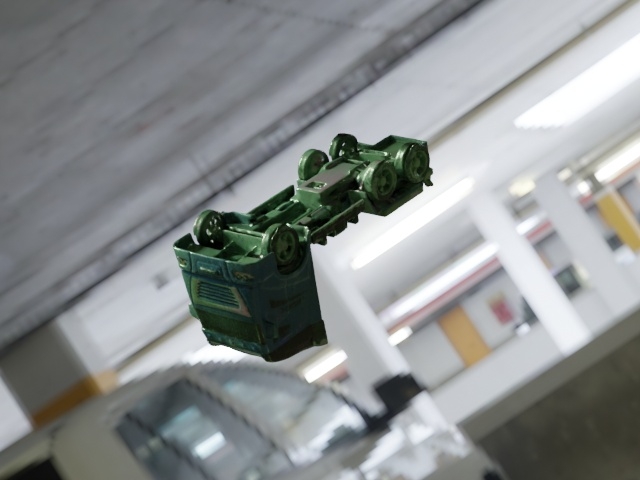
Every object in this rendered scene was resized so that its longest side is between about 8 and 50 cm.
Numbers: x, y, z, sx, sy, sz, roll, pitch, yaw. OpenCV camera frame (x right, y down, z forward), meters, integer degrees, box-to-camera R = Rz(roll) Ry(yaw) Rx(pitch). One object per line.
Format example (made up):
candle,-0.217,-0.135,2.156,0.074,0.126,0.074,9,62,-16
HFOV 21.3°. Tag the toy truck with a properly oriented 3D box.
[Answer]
toy truck,0.000,0.000,0.956,0.067,0.081,0.175,12,34,39
